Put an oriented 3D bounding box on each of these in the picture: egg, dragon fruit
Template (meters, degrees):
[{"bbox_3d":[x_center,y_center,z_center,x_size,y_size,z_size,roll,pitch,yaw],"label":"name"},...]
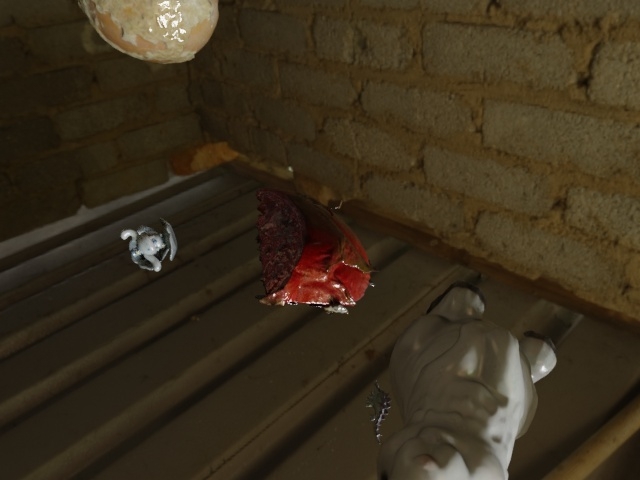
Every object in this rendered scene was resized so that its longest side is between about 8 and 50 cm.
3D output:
[{"bbox_3d":[-0.248,-0.362,0.733,0.194,0.195,0.233,-31,-118,-34],"label":"egg"},{"bbox_3d":[0.000,0.000,1.087,0.282,0.100,0.344,14,-139,-26],"label":"dragon fruit"}]

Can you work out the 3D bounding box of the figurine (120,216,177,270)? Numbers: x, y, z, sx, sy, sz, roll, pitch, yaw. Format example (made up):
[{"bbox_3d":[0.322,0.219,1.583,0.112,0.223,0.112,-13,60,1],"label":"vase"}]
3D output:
[{"bbox_3d":[-0.299,0.010,0.905,0.086,0.095,0.082,-16,170,-11],"label":"figurine"}]

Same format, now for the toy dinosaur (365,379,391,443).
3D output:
[{"bbox_3d":[0.179,0.520,1.582,0.082,0.039,0.209,-30,-144,30],"label":"toy dinosaur"}]

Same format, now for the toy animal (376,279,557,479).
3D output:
[{"bbox_3d":[0.148,0.216,0.597,0.193,0.258,0.357,28,-144,13],"label":"toy animal"}]
